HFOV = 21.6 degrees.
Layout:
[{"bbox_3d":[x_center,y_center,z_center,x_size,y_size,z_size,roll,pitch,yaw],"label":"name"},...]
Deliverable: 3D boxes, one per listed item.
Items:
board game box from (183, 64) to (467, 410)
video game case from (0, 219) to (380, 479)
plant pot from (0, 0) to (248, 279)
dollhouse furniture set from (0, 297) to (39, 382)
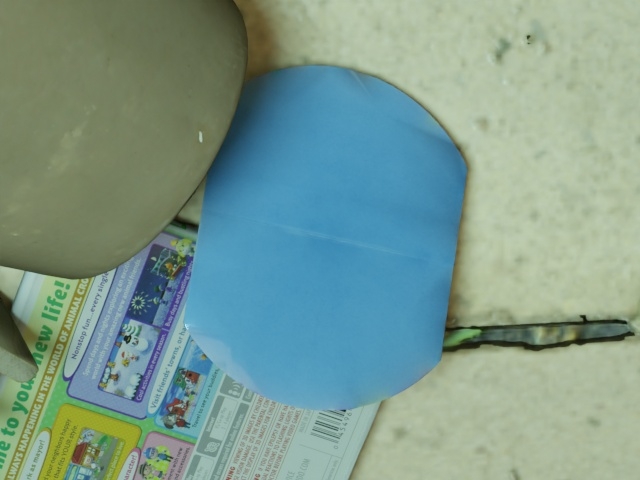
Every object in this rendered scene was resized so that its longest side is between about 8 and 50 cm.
[{"bbox_3d":[0.000,0.000,0.826,0.133,0.033,0.168,12,80,-19],"label":"board game box"},{"bbox_3d":[-0.078,0.099,0.858,0.193,0.023,0.212,20,101,-12],"label":"video game case"},{"bbox_3d":[-0.162,-0.098,0.705,0.229,0.263,0.263,31,98,-33],"label":"plant pot"},{"bbox_3d":[-0.301,0.054,0.781,0.242,0.161,0.212,35,97,-37],"label":"dollhouse furniture set"}]
